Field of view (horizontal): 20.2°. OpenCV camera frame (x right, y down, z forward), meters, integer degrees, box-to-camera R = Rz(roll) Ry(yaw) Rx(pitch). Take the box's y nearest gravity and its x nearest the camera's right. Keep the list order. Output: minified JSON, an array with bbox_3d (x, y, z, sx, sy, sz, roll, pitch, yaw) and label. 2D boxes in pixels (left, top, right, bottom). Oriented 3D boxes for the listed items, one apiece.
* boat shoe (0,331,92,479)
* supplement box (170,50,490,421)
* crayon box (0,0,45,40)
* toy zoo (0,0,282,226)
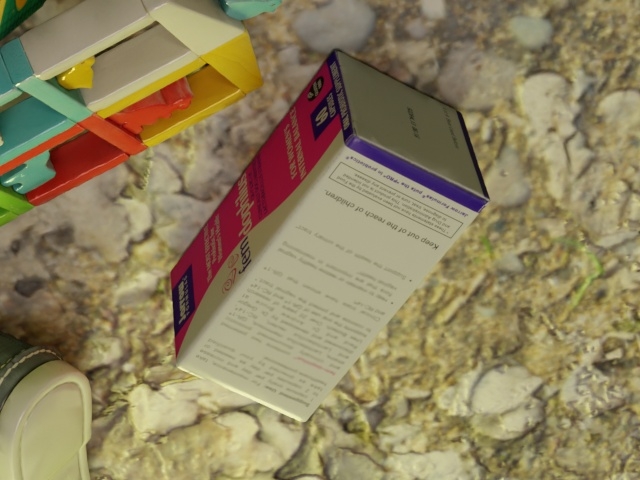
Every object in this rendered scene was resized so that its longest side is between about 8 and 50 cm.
[{"bbox_3d":[-0.243,0.191,1.361,0.099,0.116,0.319,33,135,21],"label":"boat shoe"},{"bbox_3d":[0.000,0.000,1.225,0.114,0.111,0.220,24,119,-23],"label":"supplement box"},{"bbox_3d":[-0.207,-0.266,0.983,0.165,0.081,0.278,25,123,4],"label":"crayon box"},{"bbox_3d":[-0.154,-0.085,1.117,0.293,0.030,0.192,-27,165,9],"label":"toy zoo"}]
